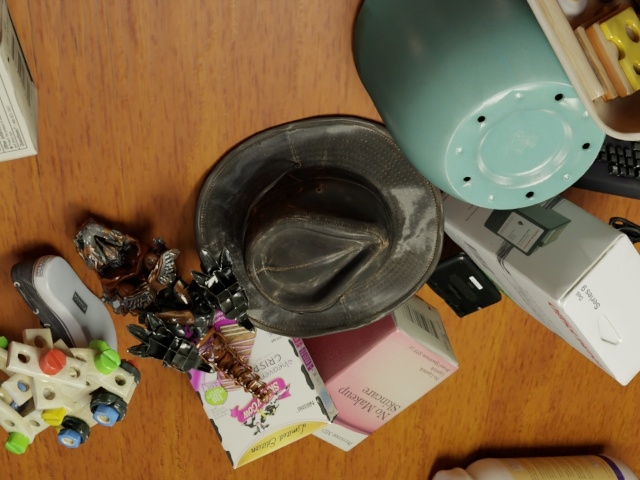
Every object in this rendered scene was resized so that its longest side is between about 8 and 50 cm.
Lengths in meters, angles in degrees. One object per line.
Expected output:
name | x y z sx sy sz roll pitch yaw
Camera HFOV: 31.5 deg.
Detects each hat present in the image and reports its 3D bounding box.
hat | 0.000 0.000 1.451 0.332 0.134 0.331 0 106 -1

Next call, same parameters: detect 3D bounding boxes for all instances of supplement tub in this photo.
supplement tub | 0.370 0.493 1.958 0.332 0.241 0.241 1 130 -14

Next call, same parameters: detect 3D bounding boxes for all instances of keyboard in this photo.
keyboard | 0.464 -0.073 1.523 0.317 0.201 0.033 8 163 -19

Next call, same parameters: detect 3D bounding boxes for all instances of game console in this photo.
game console | 0.184 0.049 1.624 0.107 0.071 0.122 -25 133 24

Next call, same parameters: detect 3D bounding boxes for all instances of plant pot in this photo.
plant pot | 0.202 -0.178 1.322 0.293 0.235 0.293 -7 135 -7

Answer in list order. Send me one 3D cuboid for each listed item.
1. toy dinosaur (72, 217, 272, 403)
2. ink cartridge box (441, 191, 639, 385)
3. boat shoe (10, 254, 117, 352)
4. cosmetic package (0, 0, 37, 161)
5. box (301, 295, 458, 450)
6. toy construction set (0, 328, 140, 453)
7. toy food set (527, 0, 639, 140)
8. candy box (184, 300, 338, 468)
toy dinosaur | -0.181 0.087 1.487 0.322 0.218 0.164 24 81 -18
ink cartridge box | 0.306 0.032 1.490 0.121 0.289 0.211 -46 129 -2
boat shoe | -0.354 0.104 1.562 0.076 0.080 0.228 -1 143 20
cosmetic package | -0.478 -0.158 1.261 0.296 0.129 0.153 -11 134 -4
box | 0.063 0.183 1.689 0.232 0.126 0.149 -41 128 21
toy construction set | -0.374 0.187 1.510 0.215 0.151 0.328 37 150 -21
toy food set | 0.324 -0.273 1.212 0.092 0.220 0.306 -25 96 47
candy box | -0.098 0.180 1.595 0.159 0.071 0.233 -27 89 11
